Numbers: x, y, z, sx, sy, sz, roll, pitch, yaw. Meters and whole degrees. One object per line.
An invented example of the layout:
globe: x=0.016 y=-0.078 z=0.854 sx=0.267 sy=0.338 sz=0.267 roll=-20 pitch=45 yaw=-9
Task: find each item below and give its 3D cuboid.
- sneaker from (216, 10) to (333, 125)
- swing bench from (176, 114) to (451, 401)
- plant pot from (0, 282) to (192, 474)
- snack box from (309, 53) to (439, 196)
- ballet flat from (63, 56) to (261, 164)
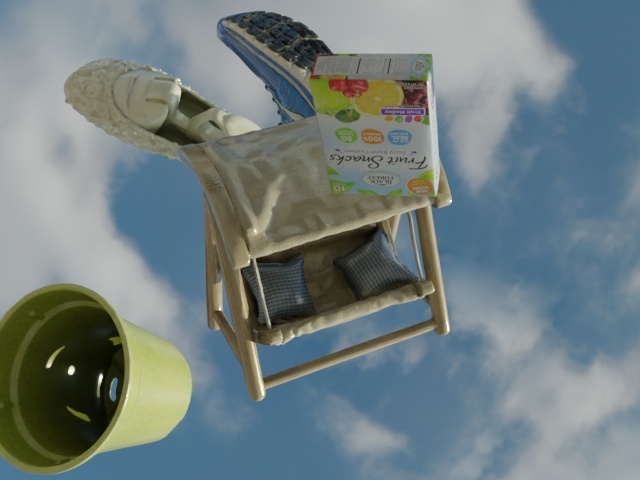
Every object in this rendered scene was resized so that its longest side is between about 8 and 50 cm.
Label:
sneaker: x=-0.031 y=-0.194 z=1.240 sx=0.330 sy=0.129 sz=0.147 roll=44 pitch=-54 yaw=9
swing bench: x=0.000 y=0.000 z=0.975 sx=0.165 sy=0.253 sz=0.255 roll=47 pitch=-32 yaw=50
plant pot: x=-0.343 y=0.226 z=1.387 sx=0.276 sy=0.254 sz=0.276 roll=-6 pitch=-106 yaw=22
snack box: x=0.051 y=-0.098 z=0.772 sx=0.100 sy=0.037 sz=0.141 roll=4 pitch=-38 yaw=13
ballet flat: x=-0.207 y=-0.195 z=1.414 sx=0.408 sy=0.147 sz=0.147 roll=26 pitch=-67 yaw=-10
